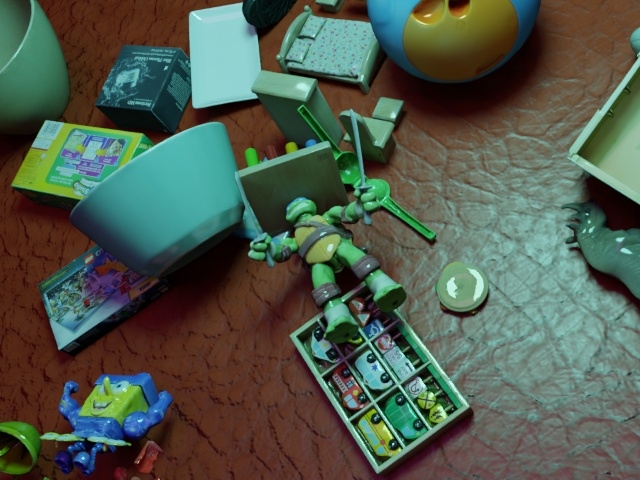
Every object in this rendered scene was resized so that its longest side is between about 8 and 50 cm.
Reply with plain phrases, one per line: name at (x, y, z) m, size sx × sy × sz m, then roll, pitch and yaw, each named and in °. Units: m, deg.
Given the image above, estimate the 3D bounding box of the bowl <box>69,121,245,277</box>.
bowl at (-0.251, -0.050, 1.268) m, size 0.311 × 0.311 × 0.163 m, roll -35°, pitch 90°, yaw 2°

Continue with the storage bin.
storage bin at (0.524, -0.157, 1.015) m, size 0.260 × 0.123 × 0.262 m, roll 39°, pitch 106°, yaw 25°

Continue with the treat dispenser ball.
treat dispenser ball at (0.222, -0.410, 1.234) m, size 0.288 × 0.288 × 0.288 m, roll -9°, pitch 62°, yaw 18°

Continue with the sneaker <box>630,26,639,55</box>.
sneaker at (0.544, -0.230, 1.131) m, size 0.121 × 0.099 × 0.262 m, roll -33°, pitch 56°, yaw 9°

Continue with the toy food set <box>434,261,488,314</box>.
toy food set at (0.220, 0.075, 1.148) m, size 0.083 × 0.020 × 0.082 m, roll 21°, pitch 74°, yaw 29°

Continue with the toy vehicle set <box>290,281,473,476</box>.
toy vehicle set at (0.087, 0.202, 1.128) m, size 0.166 × 0.035 × 0.267 m, roll -37°, pitch 57°, yaw 1°

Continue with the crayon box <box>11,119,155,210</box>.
crayon box at (-0.480, -0.145, 1.507) m, size 0.278 × 0.081 × 0.165 m, roll 11°, pitch 70°, yaw 26°

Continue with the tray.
tray at (-0.198, -0.384, 1.533) m, size 0.145 × 0.030 × 0.270 m, roll -9°, pitch 61°, yaw 3°

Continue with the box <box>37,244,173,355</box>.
box at (-0.407, 0.087, 1.382) m, size 0.233 × 0.044 × 0.159 m, roll -34°, pitch 57°, yaw 3°

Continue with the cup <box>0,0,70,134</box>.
cup at (-0.692, -0.363, 1.612) m, size 0.331 × 0.237 × 0.331 m, roll -9°, pitch 61°, yaw 17°

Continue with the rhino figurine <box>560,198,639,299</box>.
rhino figurine at (0.444, 0.013, 1.059) m, size 0.106 × 0.073 × 0.243 m, roll -43°, pitch 56°, yaw -6°

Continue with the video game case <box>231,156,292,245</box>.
video game case at (-0.085, -0.072, 1.350) m, size 0.119 × 0.015 × 0.166 m, roll 16°, pitch 72°, yaw 28°

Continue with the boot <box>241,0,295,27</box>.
boot at (-0.139, -0.573, 1.574) m, size 0.207 × 0.094 × 0.246 m, roll 29°, pitch 70°, yaw 27°

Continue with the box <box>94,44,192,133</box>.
box at (-0.361, -0.319, 1.542) m, size 0.156 × 0.093 × 0.158 m, roll 10°, pitch 70°, yaw 26°

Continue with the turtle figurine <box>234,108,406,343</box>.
turtle figurine at (0.000, 0.000, 1.115) m, size 0.198 × 0.274 × 0.266 m, roll -16°, pitch 55°, yaw -26°

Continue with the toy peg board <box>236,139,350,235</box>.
toy peg board at (-0.049, -0.107, 1.258) m, size 0.161 × 0.161 × 0.079 m, roll -19°, pitch 51°, yaw 2°

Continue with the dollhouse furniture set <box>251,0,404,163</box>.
dollhouse furniture set at (0.041, -0.358, 1.350) m, size 0.303 × 0.174 × 0.355 m, roll 17°, pitch 72°, yaw 28°

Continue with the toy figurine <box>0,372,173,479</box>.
toy figurine at (-0.360, 0.313, 1.226) m, size 0.362 × 0.191 × 0.217 m, roll -6°, pitch 32°, yaw 27°

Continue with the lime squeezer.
lime squeezer at (0.078, -0.109, 1.259) m, size 0.310 × 0.110 × 0.059 m, roll 45°, pitch 68°, yaw 3°
